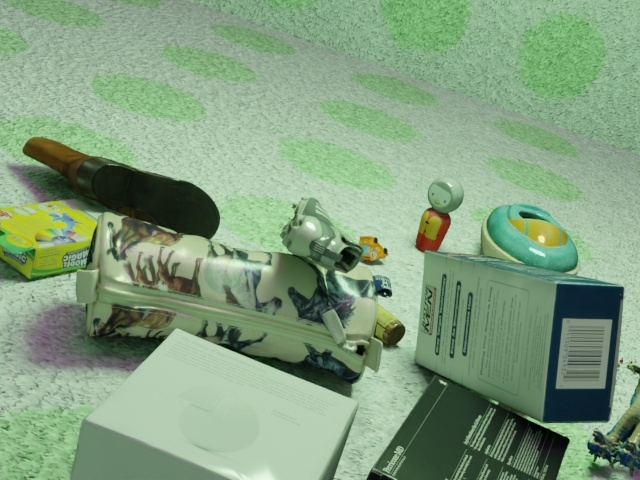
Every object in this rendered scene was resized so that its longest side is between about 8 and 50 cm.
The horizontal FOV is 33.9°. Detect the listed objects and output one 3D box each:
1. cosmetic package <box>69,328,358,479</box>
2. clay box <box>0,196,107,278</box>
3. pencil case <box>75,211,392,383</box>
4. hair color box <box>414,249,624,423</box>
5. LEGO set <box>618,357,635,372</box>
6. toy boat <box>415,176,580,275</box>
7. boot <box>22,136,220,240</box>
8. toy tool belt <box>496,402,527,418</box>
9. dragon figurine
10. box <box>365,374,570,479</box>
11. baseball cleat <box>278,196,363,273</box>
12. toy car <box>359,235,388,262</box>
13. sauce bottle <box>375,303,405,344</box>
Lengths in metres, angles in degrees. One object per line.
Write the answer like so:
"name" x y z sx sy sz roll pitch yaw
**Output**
"cosmetic package" -0.105 0.225 1.069 0.224 0.138 0.225 21 23 9
"clay box" -0.391 -0.005 1.515 0.127 0.053 0.222 30 25 30
"pencil case" -0.118 0.078 1.379 0.410 0.160 0.183 12 2 -15
"hair color box" 0.252 0.117 1.399 0.105 0.174 0.347 4 5 -22
"LEGO set" 0.489 0.195 1.746 0.083 0.024 0.054 7 24 -24
"toy boat" 0.340 -0.017 1.972 0.318 0.148 0.267 14 22 -9
"boot" -0.330 -0.085 1.739 0.264 0.096 0.280 14 4 -38
"toy tool belt" 0.274 0.225 1.475 0.052 0.051 0.083 24 22 15
"dragon figurine" 0.462 0.262 1.482 0.085 0.144 0.289 30 6 32
"box" 0.163 0.278 1.196 0.184 0.103 0.261 27 24 13
"baseball cleat" 0.000 0.000 1.385 0.109 0.072 0.206 31 12 -5
"toy car" 0.057 0.014 1.862 0.122 0.060 0.041 11 60 31
"sauce bottle" 0.077 0.112 1.607 0.042 0.042 0.128 -2 31 -40
